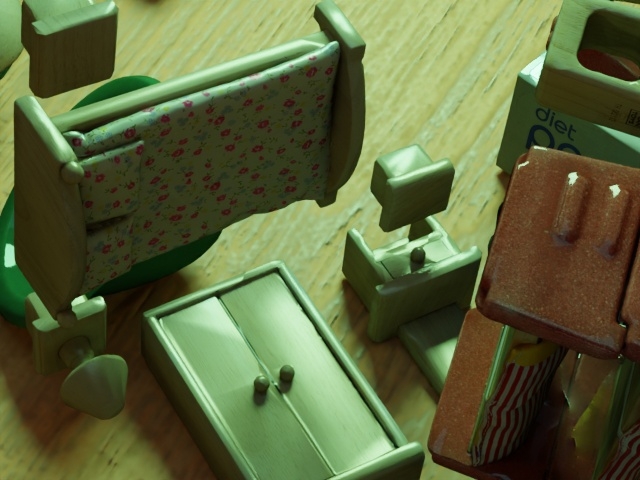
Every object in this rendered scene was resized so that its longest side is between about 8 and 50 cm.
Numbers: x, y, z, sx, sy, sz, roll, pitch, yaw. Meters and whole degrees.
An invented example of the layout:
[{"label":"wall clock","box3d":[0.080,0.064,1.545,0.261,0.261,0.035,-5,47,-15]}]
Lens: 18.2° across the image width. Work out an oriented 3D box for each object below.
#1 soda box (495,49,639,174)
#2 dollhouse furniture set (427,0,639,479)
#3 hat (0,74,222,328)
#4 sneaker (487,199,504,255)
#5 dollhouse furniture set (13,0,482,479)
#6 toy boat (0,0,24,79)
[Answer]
[{"label":"soda box","box3d":[0.262,-0.030,1.353,0.286,0.098,0.091,36,55,21]},{"label":"dollhouse furniture set","box3d":[0.191,-0.044,1.171,0.152,0.201,0.374,17,60,4]},{"label":"hat","box3d":[-0.087,0.000,1.330,0.183,0.208,0.173,32,14,-36]},{"label":"sneaker","box3d":[0.180,0.053,1.270,0.121,0.079,0.217,-2,40,-37]},{"label":"dollhouse furniture set","box3d":[0.000,0.000,1.137,0.303,0.355,0.174,-21,57,-22]},{"label":"toy boat","box3d":[-0.308,-0.087,1.328,0.267,0.148,0.318,-15,46,-23]}]
